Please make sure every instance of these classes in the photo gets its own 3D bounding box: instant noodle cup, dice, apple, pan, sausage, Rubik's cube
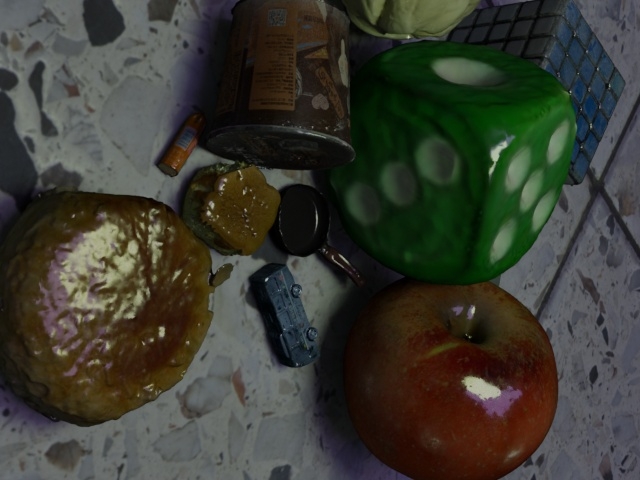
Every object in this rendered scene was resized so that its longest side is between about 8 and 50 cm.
[{"bbox_3d":[-0.050,-0.222,1.607,0.217,0.217,0.207,14,76,-45],"label":"instant noodle cup"},{"bbox_3d":[0.201,-0.126,1.741,0.287,0.297,0.300,-28,135,-43],"label":"dice"},{"bbox_3d":[0.204,0.222,1.797,0.348,0.348,0.277,-30,152,-40],"label":"apple"},{"bbox_3d":[-0.002,0.000,1.772,0.212,0.040,0.115,47,60,-28],"label":"pan"},{"bbox_3d":[-0.188,-0.139,1.586,0.031,0.031,0.107,48,61,-36],"label":"sausage"},{"bbox_3d":[0.352,-0.257,1.971,0.237,0.238,0.237,46,61,-37],"label":"Rubik's cube"}]

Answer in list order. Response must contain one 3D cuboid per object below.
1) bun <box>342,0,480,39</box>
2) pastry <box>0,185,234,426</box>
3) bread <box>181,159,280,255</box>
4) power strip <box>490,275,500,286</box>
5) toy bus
[{"bbox_3d":[0.148,-0.386,1.740,0.259,0.259,0.160,-13,89,-44],"label":"bun"},{"bbox_3d":[-0.275,0.085,1.439,0.329,0.136,0.329,-5,97,-46],"label":"pastry"},{"bbox_3d":[-0.128,-0.050,1.625,0.140,0.069,0.128,39,64,-40],"label":"bread"},{"bbox_3d":[0.278,0.142,2.047,0.193,0.059,0.265,16,81,-40],"label":"power strip"},{"bbox_3d":[-0.053,0.116,1.726,0.065,0.047,0.166,-32,113,-34],"label":"toy bus"}]
